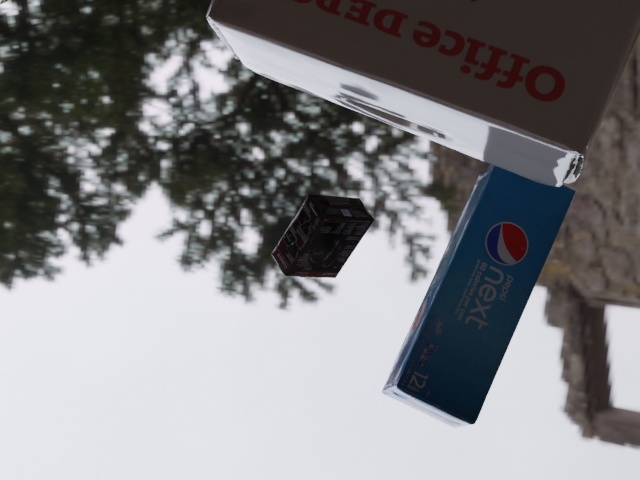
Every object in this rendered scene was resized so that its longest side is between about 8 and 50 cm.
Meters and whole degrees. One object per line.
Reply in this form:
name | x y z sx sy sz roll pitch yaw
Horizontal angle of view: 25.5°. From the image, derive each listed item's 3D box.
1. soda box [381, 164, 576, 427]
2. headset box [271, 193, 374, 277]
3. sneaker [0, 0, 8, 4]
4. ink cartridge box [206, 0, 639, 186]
soda box | 0.127 0.042 1.142 0.071 0.067 0.210 26 -102 -3
headset box | 0.000 0.000 1.276 0.062 0.032 0.083 3 -47 -40
sneaker | -0.185 -0.141 0.687 0.107 0.279 0.118 48 -115 -14
ink cartridge box | 0.099 -0.214 0.798 0.226 0.131 0.306 21 -94 8
